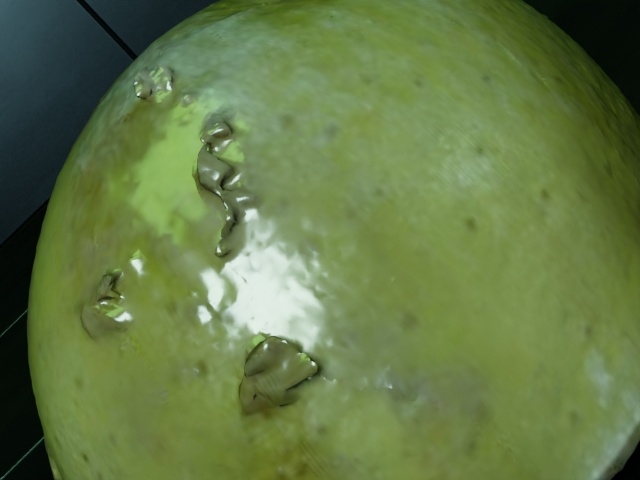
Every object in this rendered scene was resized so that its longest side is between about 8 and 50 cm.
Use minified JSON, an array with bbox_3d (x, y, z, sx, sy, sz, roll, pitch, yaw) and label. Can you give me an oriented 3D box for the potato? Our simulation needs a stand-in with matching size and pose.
[{"bbox_3d":[0.000,0.000,0.803,0.385,0.319,0.442,-25,16,41],"label":"potato"}]
